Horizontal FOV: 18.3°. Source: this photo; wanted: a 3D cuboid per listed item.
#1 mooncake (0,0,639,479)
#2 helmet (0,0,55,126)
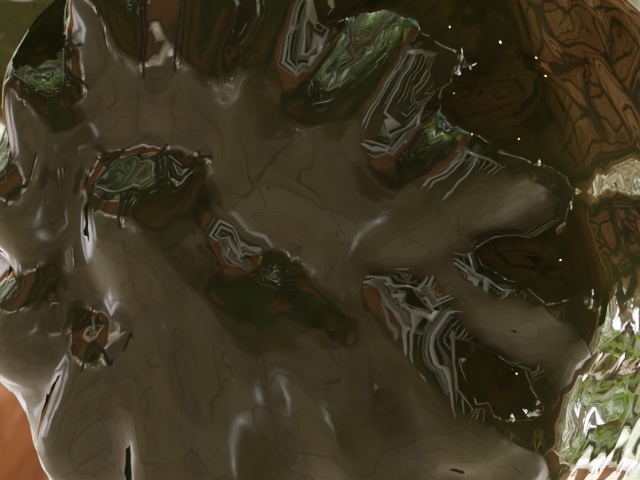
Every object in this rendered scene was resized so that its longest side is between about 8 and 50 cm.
[{"bbox_3d":[0.000,0.000,0.957,0.356,0.356,0.194,26,15,26],"label":"mooncake"},{"bbox_3d":[-0.153,-0.151,1.379,0.204,0.257,0.137,0,-28,5],"label":"helmet"}]
